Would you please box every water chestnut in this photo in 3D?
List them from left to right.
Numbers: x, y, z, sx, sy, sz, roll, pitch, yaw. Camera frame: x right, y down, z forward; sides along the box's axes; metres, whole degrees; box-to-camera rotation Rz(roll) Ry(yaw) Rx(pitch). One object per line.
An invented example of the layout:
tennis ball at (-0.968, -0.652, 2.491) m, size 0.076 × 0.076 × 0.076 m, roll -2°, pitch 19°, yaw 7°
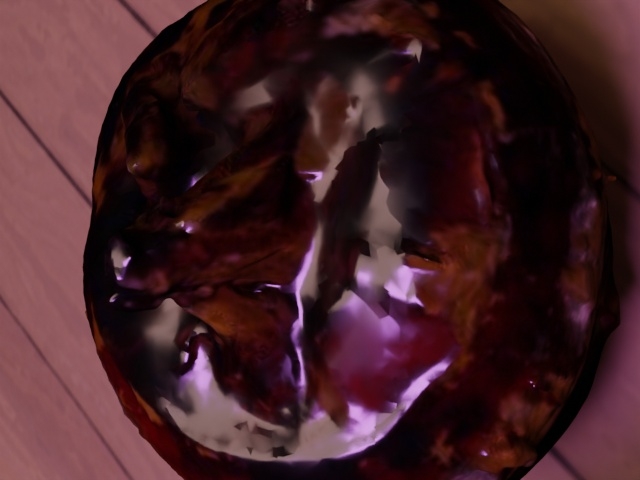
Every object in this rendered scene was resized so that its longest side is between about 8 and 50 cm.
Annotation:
water chestnut at (0.000, 0.000, 0.663) m, size 0.300 × 0.300 × 0.300 m, roll 4°, pitch 95°, yaw 45°
